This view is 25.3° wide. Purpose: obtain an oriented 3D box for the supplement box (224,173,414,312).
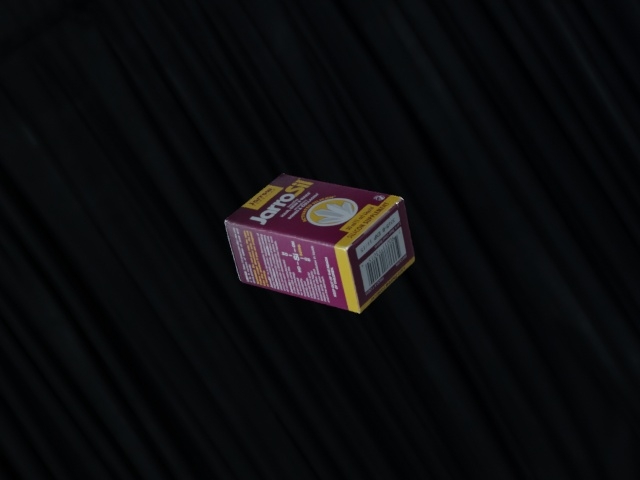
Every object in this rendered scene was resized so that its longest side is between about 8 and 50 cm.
[{"bbox_3d":[0.000,0.000,0.759,0.083,0.043,0.055,12,40,36],"label":"supplement box"}]
